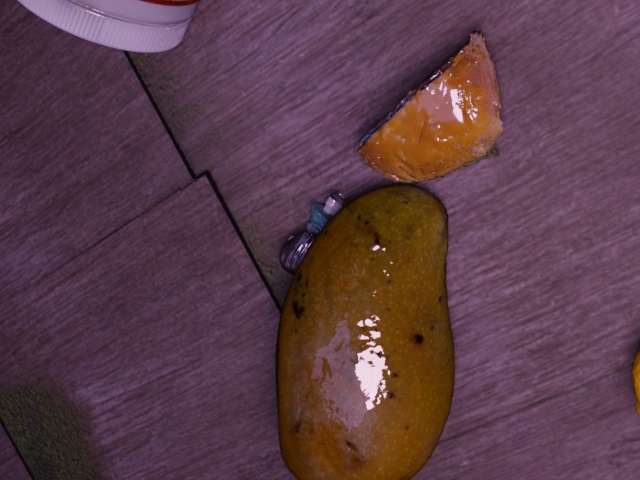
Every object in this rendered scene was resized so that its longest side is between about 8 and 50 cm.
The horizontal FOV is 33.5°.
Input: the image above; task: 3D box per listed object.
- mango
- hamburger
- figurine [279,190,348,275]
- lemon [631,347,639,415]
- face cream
[{"bbox_3d":[0.042,0.108,1.085,0.175,0.176,0.330,-148,56,-64],"label":"mango"},{"bbox_3d":[0.119,-0.108,1.022,0.176,0.087,0.102,-43,79,27],"label":"hamburger"},{"bbox_3d":[0.000,0.000,1.145,0.060,0.047,0.106,33,110,-7],"label":"figurine"},{"bbox_3d":[0.348,0.117,0.947,0.155,0.114,0.114,-37,85,29],"label":"lemon"},{"bbox_3d":[-0.199,-0.318,1.070,0.201,0.201,0.187,36,118,15],"label":"face cream"}]
